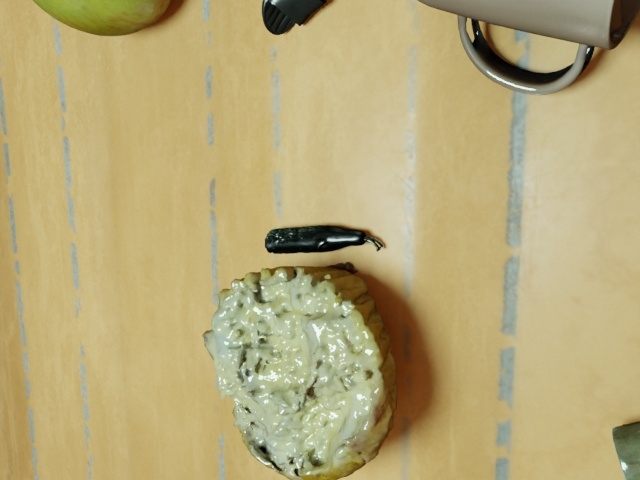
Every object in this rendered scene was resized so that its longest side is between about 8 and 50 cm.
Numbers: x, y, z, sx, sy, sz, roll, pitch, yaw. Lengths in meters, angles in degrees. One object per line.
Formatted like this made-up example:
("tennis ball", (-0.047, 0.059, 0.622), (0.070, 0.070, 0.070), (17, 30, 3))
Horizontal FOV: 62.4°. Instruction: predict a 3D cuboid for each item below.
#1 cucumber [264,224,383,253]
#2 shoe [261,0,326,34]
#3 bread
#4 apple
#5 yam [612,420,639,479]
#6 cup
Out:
("cucumber", (0.000, 0.000, 0.692), (0.163, 0.039, 0.043), (-5, 116, 33))
("shoe", (-0.012, -0.313, 0.636), (0.159, 0.062, 0.053), (-51, 59, 22))
("bread", (-0.016, 0.158, 0.662), (0.274, 0.149, 0.274), (6, 101, 36))
("apple", (-0.317, -0.415, 0.727), (0.261, 0.194, 0.261), (3, 95, 37))
("yam", (0.364, 0.185, 0.486), (0.169, 0.068, 0.068), (-25, 84, 23))
("cup", (0.184, -0.259, 0.474), (0.200, 0.191, 0.253), (24, 142, 29))
